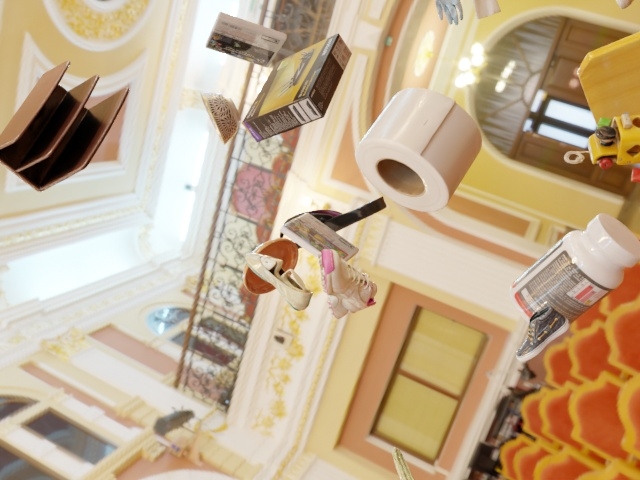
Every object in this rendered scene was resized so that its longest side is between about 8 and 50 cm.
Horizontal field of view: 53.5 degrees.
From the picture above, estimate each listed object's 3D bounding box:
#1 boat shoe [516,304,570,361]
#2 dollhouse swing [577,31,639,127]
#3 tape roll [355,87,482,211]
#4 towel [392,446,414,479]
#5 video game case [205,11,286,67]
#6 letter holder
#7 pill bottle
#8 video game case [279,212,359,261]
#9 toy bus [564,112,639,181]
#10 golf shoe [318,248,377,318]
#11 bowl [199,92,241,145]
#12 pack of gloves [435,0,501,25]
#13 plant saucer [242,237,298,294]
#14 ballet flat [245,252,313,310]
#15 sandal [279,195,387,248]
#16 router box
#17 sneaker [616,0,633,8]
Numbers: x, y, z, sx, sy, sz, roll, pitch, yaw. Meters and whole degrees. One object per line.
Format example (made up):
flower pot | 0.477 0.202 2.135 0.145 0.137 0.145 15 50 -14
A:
boat shoe | 0.613 0.263 1.812 0.183 0.083 0.065 -46 7 18
dollhouse swing | 0.868 -0.496 1.667 0.347 0.305 0.315 46 -130 -40
tape roll | 0.226 -0.206 1.470 0.169 0.246 0.246 -55 -20 -20
towel | 0.192 0.525 1.355 0.027 0.148 0.110 -25 -49 -2
video game case | -0.210 -0.554 1.763 0.173 0.191 0.022 151 130 -65
letter holder | -0.630 -0.301 1.566 0.152 0.214 0.301 46 -138 -37
pill bottle | 0.762 0.102 1.900 0.363 0.210 0.210 -52 -5 35
video game case | 0.000 0.000 1.859 0.023 0.201 0.183 -59 -11 25
toy bus | 0.700 -0.238 1.456 0.202 0.191 0.104 -38 -38 -19
golf shoe | 0.072 0.102 1.650 0.306 0.140 0.115 72 -170 -61
bowl | -0.288 -0.376 1.892 0.080 0.170 0.170 -26 -27 -8
pack of gloves | 0.370 -0.694 1.671 0.195 0.232 0.046 -24 5 -19
plant saucer | -0.155 0.073 1.921 0.200 0.037 0.200 -28 -41 -27
ballet flat | -0.076 0.066 1.226 0.057 0.168 0.052 -12 -42 -57
sandal | -0.002 -0.062 2.054 0.107 0.446 0.167 65 -163 -2
router box | -0.063 -0.434 1.801 0.081 0.243 0.308 50 -137 -32
sneaker | 0.639 -0.535 1.288 0.094 0.080 0.212 -29 9 40
